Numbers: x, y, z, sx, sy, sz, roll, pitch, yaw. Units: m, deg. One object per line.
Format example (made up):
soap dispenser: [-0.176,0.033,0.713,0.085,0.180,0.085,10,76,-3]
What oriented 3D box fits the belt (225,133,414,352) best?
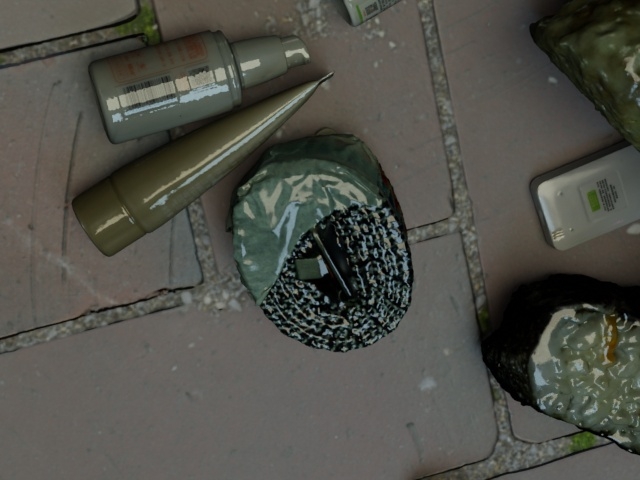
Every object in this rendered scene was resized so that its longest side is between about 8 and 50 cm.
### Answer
belt: [0.000,0.000,1.729,0.207,0.150,0.257,-26,111,7]

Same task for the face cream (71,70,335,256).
face cream: [-0.129,-0.104,1.700,0.341,0.137,0.084,-32,93,1]

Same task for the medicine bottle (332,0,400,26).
medicine bottle: [0.095,-0.333,1.711,0.183,0.086,0.086,-31,107,-5]

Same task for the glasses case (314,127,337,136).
glasses case: [0.022,-0.102,1.780,0.032,0.021,0.083,-37,108,2]

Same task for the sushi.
sushi: [0.381,0.154,1.846,0.350,0.171,0.211,13,101,-15]

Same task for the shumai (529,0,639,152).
shumai: [0.425,-0.256,1.684,0.288,0.330,0.292,-44,66,13]

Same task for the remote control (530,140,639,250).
remote control: [0.397,-0.076,1.866,0.250,0.034,0.103,-24,107,-7]

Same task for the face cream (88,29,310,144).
face cream: [-0.137,-0.191,1.682,0.251,0.101,0.101,-17,106,-10]
